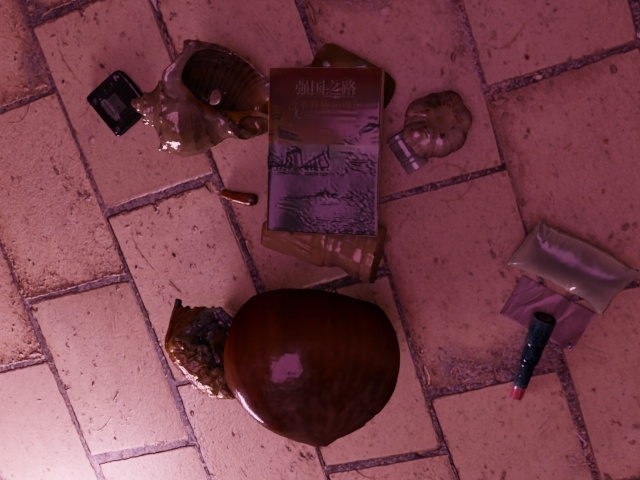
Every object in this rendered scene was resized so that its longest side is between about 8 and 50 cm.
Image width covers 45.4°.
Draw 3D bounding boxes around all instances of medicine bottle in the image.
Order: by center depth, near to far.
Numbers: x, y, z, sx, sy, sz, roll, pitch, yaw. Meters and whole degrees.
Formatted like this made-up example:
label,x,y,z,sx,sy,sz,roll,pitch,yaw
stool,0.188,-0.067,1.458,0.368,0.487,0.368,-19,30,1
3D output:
label,x,y,z,sx,sy,sz,roll,pitch,yaw
medicine bottle,0.196,-0.202,1.725,0.058,0.058,0.091,-32,96,20

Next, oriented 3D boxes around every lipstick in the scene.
label,x,y,z,sx,sy,sz,roll,pitch,yaw
lipstick,0.489,0.280,1.800,0.054,0.053,0.234,18,115,8

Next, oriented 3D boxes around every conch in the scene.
label,x,y,z,sx,sy,sz,roll,pitch,yaw
conch,-0.264,-0.324,1.740,0.186,0.324,0.263,38,124,49

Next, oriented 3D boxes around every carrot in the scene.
label,x,y,z,sx,sy,sz,roll,pitch,yaw
carrot,-0.197,-0.105,1.864,0.093,0.032,0.032,13,108,13

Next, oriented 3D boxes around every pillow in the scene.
label,x,y,z,sx,sy,sz,roll,pitch,yaw
pillow,0.562,0.062,1.705,0.254,0.078,0.144,28,120,5

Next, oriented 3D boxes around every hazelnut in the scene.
label,x,y,z,sx,sy,sz,roll,pitch,yaw
hazelnut,-0.021,0.282,1.752,0.410,0.359,0.359,13,110,-17

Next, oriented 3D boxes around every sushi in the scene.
label,x,y,z,sx,sy,sz,roll,pitch,yaw
sushi,-0.272,0.262,1.890,0.274,0.184,0.139,50,155,-12

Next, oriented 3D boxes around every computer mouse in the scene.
label,x,y,z,sx,sy,sz,roll,pitch,yaw
computer mouse,0.071,-0.364,1.716,0.199,0.045,0.102,31,108,2

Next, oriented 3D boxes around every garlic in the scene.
label,x,y,z,sx,sy,sz,roll,pitch,yaw
garlic,0.253,-0.252,1.674,0.147,0.102,0.159,40,83,3

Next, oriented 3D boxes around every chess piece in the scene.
label,x,y,z,sx,sy,sz,roll,pitch,yaw
chess piece,0.000,0.000,1.806,0.301,0.137,0.137,14,108,14

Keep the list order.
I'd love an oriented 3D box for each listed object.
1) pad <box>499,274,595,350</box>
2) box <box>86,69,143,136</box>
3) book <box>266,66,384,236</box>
label,x,y,z,sx,sy,sz,roll,pitch,yaw
pad,0.528,0.169,1.781,0.188,0.006,0.113,28,111,6
box,-0.493,-0.336,1.869,0.125,0.027,0.126,-37,95,20
book,0.008,-0.198,1.712,0.263,0.028,0.373,3,97,16
